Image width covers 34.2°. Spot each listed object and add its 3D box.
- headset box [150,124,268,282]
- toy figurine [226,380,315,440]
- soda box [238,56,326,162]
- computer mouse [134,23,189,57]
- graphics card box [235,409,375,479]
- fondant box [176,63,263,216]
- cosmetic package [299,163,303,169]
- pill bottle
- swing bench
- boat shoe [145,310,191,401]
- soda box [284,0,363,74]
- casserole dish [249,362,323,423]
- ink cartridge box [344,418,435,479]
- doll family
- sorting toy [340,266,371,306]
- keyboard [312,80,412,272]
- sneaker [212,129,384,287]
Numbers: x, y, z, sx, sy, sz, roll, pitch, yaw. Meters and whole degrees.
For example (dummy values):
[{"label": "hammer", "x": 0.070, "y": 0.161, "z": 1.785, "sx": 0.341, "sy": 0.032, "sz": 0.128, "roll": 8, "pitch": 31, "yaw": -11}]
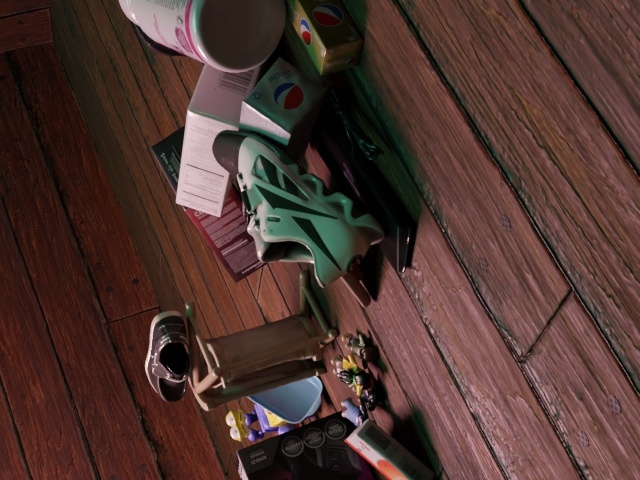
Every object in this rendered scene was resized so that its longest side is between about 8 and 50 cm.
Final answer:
[{"label": "headset box", "x": -0.224, "y": -0.086, "z": 2.144, "sx": 0.218, "sy": 0.110, "sz": 0.293, "roll": 56, "pitch": 177, "yaw": 40}, {"label": "toy figurine", "x": -0.075, "y": 0.337, "z": 2.280, "sx": 0.217, "sy": 0.191, "sz": 0.363, "roll": -42, "pitch": 55, "yaw": 37}, {"label": "soda box", "x": -0.070, "y": -0.176, "z": 1.667, "sx": 0.091, "sy": 0.098, "sz": 0.286, "roll": 36, "pitch": 162, "yaw": 4}, {"label": "computer mouse", "x": -0.264, "y": -0.430, "z": 2.004, "sx": 0.060, "sy": 0.262, "sz": 0.184, "roll": -32, "pitch": 70, "yaw": 27}, {"label": "graphics card box", "x": 0.010, "y": 0.533, "z": 1.972, "sx": 0.094, "sy": 0.232, "sz": 0.371, "roll": 97, "pitch": 151, "yaw": -59}, {"label": "fondant box", "x": -0.171, "y": -0.225, "z": 1.860, "sx": 0.330, "sy": 0.096, "sz": 0.238, "roll": 115, "pitch": 172, "yaw": -62}, {"label": "cosmetic package", "x": -0.062, "y": -0.087, "z": 1.909, "sx": 0.115, "sy": 0.060, "sz": 0.041, "roll": 97, "pitch": 149, "yaw": -53}, {"label": "pill bottle", "x": -0.192, "y": -0.366, "z": 1.606, "sx": 0.283, "sy": 0.160, "sz": 0.160, "roll": 31, "pitch": 136, "yaw": 48}, {"label": "swing bench", "x": -0.126, "y": 0.214, "z": 2.047, "sx": 0.255, "sy": 0.253, "sz": 0.165, "roll": 103, "pitch": 146, "yaw": -56}, {"label": "boat shoe", "x": -0.289, "y": 0.241, "z": 2.008, "sx": 0.233, "sy": 0.084, "sz": 0.079, "roll": 97, "pitch": 151, "yaw": -43}, {"label": "soda box", "x": -0.005, "y": -0.332, "z": 1.527, "sx": 0.058, "sy": 0.061, "sz": 0.181, "roll": 101, "pitch": 147, "yaw": -56}, {"label": "casserole dish", "x": -0.076, "y": 0.310, "z": 2.172, "sx": 0.188, "sy": 0.114, "sz": 0.037, "roll": 27, "pitch": 165, "yaw": 26}, {"label": "ink cartridge box", "x": 0.103, "y": 0.380, "z": 1.772, "sx": 0.145, "sy": 0.045, "sz": 0.179, "roll": 40, "pitch": 153, "yaw": 5}, {"label": "doll family", "x": 0.070, "y": 0.257, "z": 1.823, "sx": 0.111, "sy": 0.076, "sz": 0.193, "roll": 22, "pitch": 132, "yaw": 61}, {"label": "sorting toy", "x": 0.000, "y": 0.000, "z": 1.717, "sx": 0.208, "sy": 0.038, "sz": 0.193, "roll": 48, "pitch": 177, "yaw": 36}, {"label": "keyboard", "x": 0.058, "y": -0.117, "z": 1.585, "sx": 0.201, "sy": 0.033, "sz": 0.317, "roll": 85, "pitch": 158, "yaw": -51}, {"label": "sneaker", "x": -0.073, "y": -0.050, "z": 1.576, "sx": 0.330, "sy": 0.146, "sz": 0.122, "roll": 35, "pitch": 167, "yaw": 30}]
